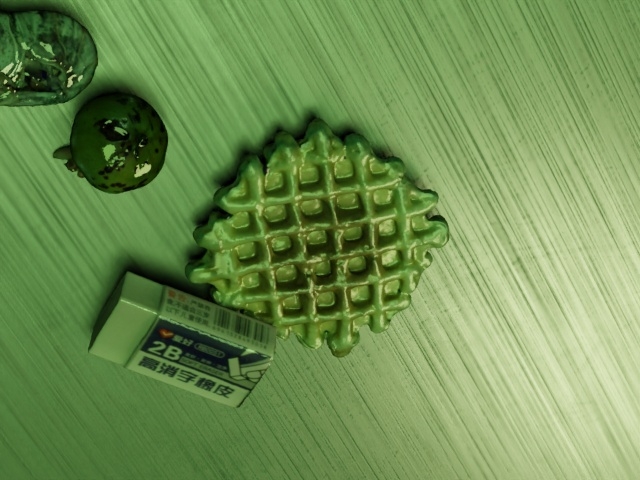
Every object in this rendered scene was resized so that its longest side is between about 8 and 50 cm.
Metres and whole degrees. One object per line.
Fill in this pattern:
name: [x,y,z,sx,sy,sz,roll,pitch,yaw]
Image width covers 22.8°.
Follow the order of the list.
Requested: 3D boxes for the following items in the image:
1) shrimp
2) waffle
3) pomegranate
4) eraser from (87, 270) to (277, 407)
shrimp: [-0.433,-0.190,1.780,0.372,0.172,0.137,-10,121,-14]
waffle: [0.000,0.000,2.011,0.309,0.056,0.292,31,106,-23]
pomegranate: [-0.253,-0.111,1.893,0.161,0.122,0.122,-16,124,40]
eraser: [-0.174,0.127,2.009,0.210,0.068,0.124,22,135,-15]
